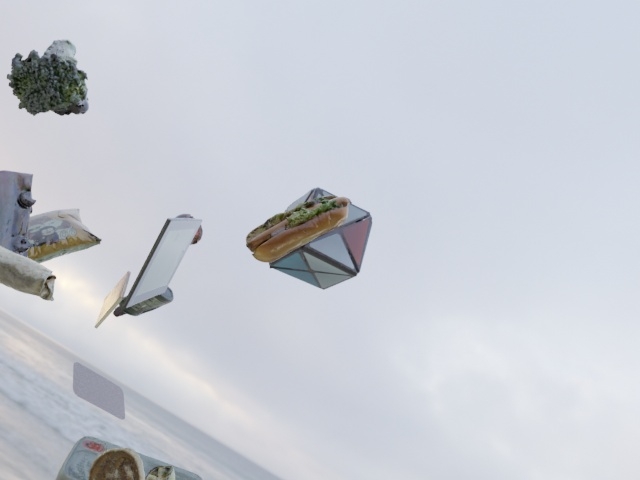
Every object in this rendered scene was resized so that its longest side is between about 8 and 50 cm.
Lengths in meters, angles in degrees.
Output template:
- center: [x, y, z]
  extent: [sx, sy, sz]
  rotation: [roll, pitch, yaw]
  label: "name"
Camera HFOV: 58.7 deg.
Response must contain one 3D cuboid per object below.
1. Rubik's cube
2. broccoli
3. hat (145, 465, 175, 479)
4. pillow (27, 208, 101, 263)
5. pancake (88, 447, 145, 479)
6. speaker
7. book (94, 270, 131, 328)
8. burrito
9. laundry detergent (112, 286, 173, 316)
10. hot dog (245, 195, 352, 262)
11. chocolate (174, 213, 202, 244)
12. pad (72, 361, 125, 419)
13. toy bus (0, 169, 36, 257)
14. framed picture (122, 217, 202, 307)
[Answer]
- center: [0.000, -0.001, 1.947]
  extent: [0.248, 0.249, 0.246]
  rotation: [27, -28, -20]
  label: "Rubik's cube"
- center: [-0.604, -0.394, 1.297]
  extent: [0.304, 0.165, 0.145]
  rotation: [-112, -162, -52]
  label: "broccoli"
- center: [-0.420, 0.637, 1.496]
  extent: [0.076, 0.059, 0.077]
  rotation: [-14, 8, 11]
  label: "hat"
- center: [-0.964, -0.014, 1.991]
  extent: [0.312, 0.310, 0.119]
  rotation: [34, -41, 46]
  label: "pillow"
- center: [-0.497, 0.582, 1.380]
  extent: [0.158, 0.158, 0.028]
  rotation: [23, -15, 20]
  label: "pancake"
- center: [-0.541, 0.714, 1.603]
  extent: [0.406, 0.183, 0.184]
  rotation: [24, -59, -8]
  label: "speaker"
- center: [-0.584, 0.164, 1.603]
  extent: [0.012, 0.118, 0.172]
  rotation: [39, 10, -22]
  label: "book"
- center: [-0.658, 0.061, 1.209]
  extent: [0.275, 0.082, 0.059]
  rotation: [16, 10, 23]
  label: "burrito"
- center: [-0.673, 0.235, 2.137]
  extent: [0.144, 0.222, 0.078]
  rotation: [43, 22, -56]
  label: "laundry detergent"
- center: [-0.062, -0.052, 1.676]
  extent: [0.135, 0.337, 0.100]
  rotation: [47, -20, 53]
  label: "hot dog"
- center: [-0.532, -0.049, 2.234]
  extent: [0.124, 0.127, 0.133]
  rotation: [-119, -162, -48]
  label: "chocolate"
- center: [-0.859, 0.585, 2.210]
  extent: [0.266, 0.002, 0.176]
  rotation: [49, 6, -39]
  label: "pad"
- center: [-0.912, -0.048, 1.651]
  extent: [0.138, 0.316, 0.112]
  rotation: [9, -29, -29]
  label: "toy bus"
- center: [-0.440, 0.053, 1.622]
  extent: [0.016, 0.264, 0.347]
  rotation: [28, 3, 1]
  label: "framed picture"
